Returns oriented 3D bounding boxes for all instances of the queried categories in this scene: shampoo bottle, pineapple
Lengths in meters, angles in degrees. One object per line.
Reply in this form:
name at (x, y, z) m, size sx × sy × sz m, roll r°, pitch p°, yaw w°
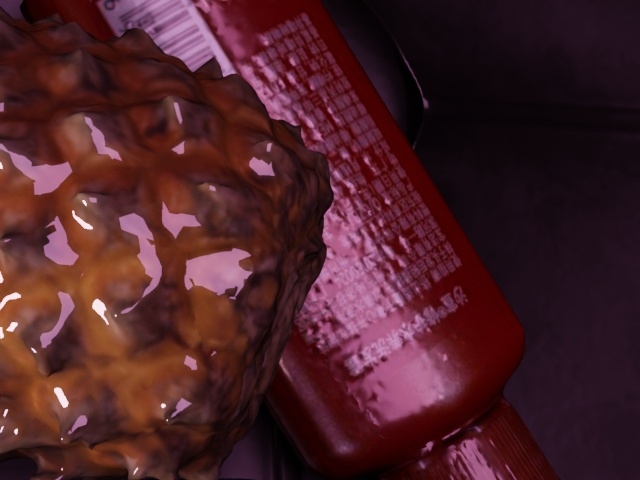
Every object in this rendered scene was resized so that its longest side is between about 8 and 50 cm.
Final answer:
shampoo bottle at (-0.001, 0.000, 0.686) m, size 0.118 × 0.076 × 0.314 m, roll -32°, pitch 90°, yaw -25°
pineapple at (-0.179, -0.029, 0.580) m, size 0.361 × 0.175 × 0.175 m, roll 21°, pitch 69°, yaw 6°

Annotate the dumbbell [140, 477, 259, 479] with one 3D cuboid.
dumbbell at (-0.154, 0.162, 0.550) m, size 0.325 × 0.160 × 0.144 m, roll 2°, pitch 45°, yaw -21°
